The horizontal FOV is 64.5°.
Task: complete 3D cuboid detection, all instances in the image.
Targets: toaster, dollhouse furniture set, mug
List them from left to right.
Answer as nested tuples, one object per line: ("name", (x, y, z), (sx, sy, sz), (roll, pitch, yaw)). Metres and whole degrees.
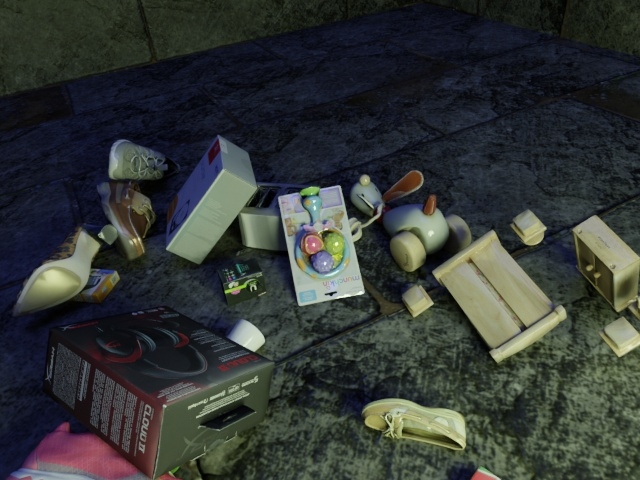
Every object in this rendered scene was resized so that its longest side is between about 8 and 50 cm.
("mug", (-0.145, 0.188, 0.910), (0.062, 0.078, 0.064), (39, 58, 3))
("toaster", (-0.093, -0.053, 1.170), (0.167, 0.110, 0.186), (5, 38, 15))
("dollhouse furniture set", (0.382, 0.141, 0.903), (0.355, 0.174, 0.303), (-35, 51, 9))

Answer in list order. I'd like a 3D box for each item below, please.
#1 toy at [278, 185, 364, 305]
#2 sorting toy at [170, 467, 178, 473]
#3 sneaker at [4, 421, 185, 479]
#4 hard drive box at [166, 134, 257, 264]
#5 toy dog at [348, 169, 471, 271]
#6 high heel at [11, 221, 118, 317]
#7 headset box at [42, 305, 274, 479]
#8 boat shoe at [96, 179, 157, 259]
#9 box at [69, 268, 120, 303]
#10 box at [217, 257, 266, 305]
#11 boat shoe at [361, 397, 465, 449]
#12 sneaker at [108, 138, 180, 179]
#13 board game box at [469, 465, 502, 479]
("toy", (0.000, 0.000, 1.027), (0.136, 0.056, 0.237), (-11, 71, -5))
("sorting toy", (-0.227, 0.301, 0.769), (0.061, 0.042, 0.102), (12, 41, 23))
("sneaker", (-0.270, 0.313, 0.692), (0.313, 0.116, 0.136), (3, 41, 12))
("hard drive box", (-0.252, -0.094, 1.149), (0.089, 0.232, 0.181), (29, 21, -30))
("toy dog", (0.169, -0.074, 1.117), (0.333, 0.161, 0.220), (22, 45, 33))
("high heel", (-0.562, 0.060, 1.094), (0.186, 0.093, 0.261), (1, 44, 50))
("headset box", (-0.229, 0.210, 0.759), (0.293, 0.110, 0.218), (19, 13, 32))
("boat shoe", (-0.465, -0.069, 1.241), (0.116, 0.123, 0.324), (-19, 40, -20))
("box", (-0.518, 0.095, 1.102), (0.136, 0.028, 0.081), (5, 38, 12))
("box", (-0.160, 0.084, 1.034), (0.083, 0.062, 0.052), (-18, 39, -16))
("boat shoe", (0.135, 0.273, 0.747), (0.152, 0.056, 0.048), (8, 34, 7))
("sneaker", (-0.477, -0.216, 1.386), (0.115, 0.105, 0.281), (11, 13, 6))
("board game box", (0.174, 0.399, 0.590), (0.124, 0.039, 0.259), (26, 50, 36))
